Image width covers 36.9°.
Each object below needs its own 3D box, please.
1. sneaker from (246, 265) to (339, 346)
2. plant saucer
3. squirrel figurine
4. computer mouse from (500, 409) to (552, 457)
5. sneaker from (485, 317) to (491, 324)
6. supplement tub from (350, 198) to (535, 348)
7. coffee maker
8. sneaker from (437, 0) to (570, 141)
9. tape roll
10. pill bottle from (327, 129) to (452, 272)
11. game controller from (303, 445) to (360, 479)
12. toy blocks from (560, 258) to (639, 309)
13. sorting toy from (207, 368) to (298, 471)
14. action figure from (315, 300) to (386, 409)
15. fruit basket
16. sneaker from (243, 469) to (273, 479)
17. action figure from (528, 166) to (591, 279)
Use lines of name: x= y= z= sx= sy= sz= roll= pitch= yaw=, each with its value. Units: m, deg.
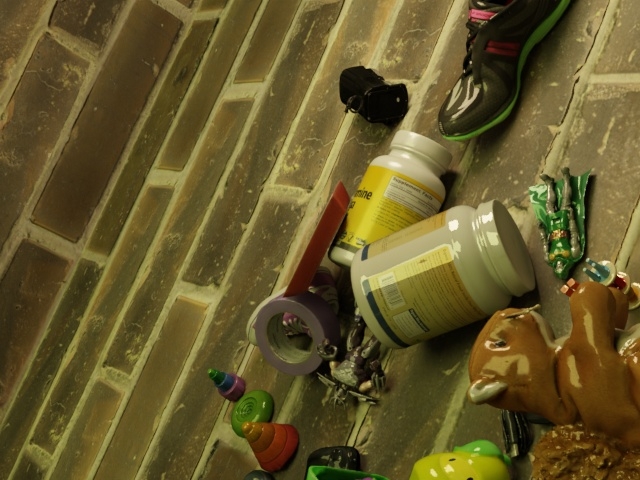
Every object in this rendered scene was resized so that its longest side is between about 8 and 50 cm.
sneaker: x=-0.069 y=0.200 z=2.340 sx=0.282 sy=0.102 sz=0.161 roll=-43 pitch=42 yaw=22
plant saucer: x=0.000 y=0.000 z=2.201 sx=0.259 sy=0.048 sz=0.258 roll=-63 pitch=0 yaw=12
squirrel figurine: x=0.418 y=0.261 z=1.489 sx=0.371 sy=0.281 sz=0.396 roll=-3 pitch=88 yaw=17
computer mouse: x=0.418 y=0.273 z=1.692 sx=0.272 sy=0.072 sz=0.188 roll=-20 pitch=63 yaw=40
sneaker: x=0.345 y=0.206 z=1.868 sx=0.058 sy=0.052 sz=0.135 roll=-49 pitch=36 yaw=22
supplement tub: x=0.244 y=0.066 z=1.913 sx=0.316 sy=0.228 sz=0.228 roll=-24 pitch=48 yaw=23
coffee maker: x=0.115 y=-0.381 z=2.462 sx=0.178 sy=0.171 sz=0.120 roll=45 pitch=119 yaw=56
sneaker: x=0.378 y=-0.445 z=2.155 sx=0.185 sy=0.202 sz=0.482 roll=22 pitch=83 yaw=55
tape roll: x=-0.053 y=0.214 z=2.233 sx=0.189 sy=0.080 sz=0.189 roll=9 pitch=109 yaw=26
pill bottle: x=0.165 y=-0.070 z=2.164 sx=0.188 sy=0.188 sz=0.333 roll=18 pitch=80 yaw=54
game controller: x=0.002 y=0.590 z=2.023 sx=0.166 sy=0.067 sz=0.319 roll=-28 pitch=44 yaw=57
toy blocks: x=0.484 y=0.081 z=1.699 sx=0.123 sy=0.148 sz=0.054 roll=-23 pitch=49 yaw=40
sorting toy: x=-0.189 y=0.406 z=2.306 sx=0.127 sy=0.126 sz=0.365 roll=-49 pitch=35 yaw=-1
action figure: x=0.085 y=0.239 z=2.104 sx=0.185 sy=0.099 sz=0.285 roll=22 pitch=85 yaw=26
fruit basket: x=0.173 y=0.503 z=1.687 sx=0.392 sy=0.283 sz=0.392 roll=-17 pitch=64 yaw=39
sneaker: x=-0.173 y=0.645 z=2.121 sx=0.112 sy=0.131 sz=0.319 roll=-31 pitch=41 yaw=33
action figure: x=0.470 y=-0.030 z=1.877 sx=0.137 sy=0.063 sz=0.232 roll=-21 pitch=54 yaw=38
